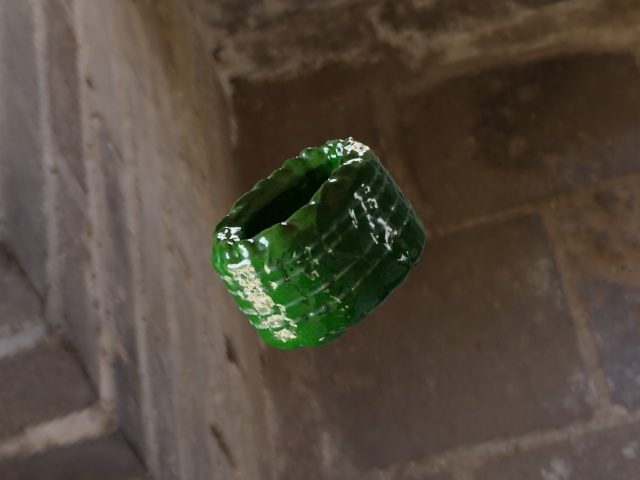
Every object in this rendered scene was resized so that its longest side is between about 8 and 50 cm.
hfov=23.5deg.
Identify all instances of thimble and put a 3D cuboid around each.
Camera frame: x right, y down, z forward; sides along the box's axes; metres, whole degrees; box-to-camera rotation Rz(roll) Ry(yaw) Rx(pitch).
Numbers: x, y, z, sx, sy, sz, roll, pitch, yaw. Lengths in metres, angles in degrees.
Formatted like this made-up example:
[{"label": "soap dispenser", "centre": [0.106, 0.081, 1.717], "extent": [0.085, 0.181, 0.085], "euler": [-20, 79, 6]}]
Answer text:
[{"label": "thimble", "centre": [0.000, 0.000, 0.983], "extent": [0.118, 0.090, 0.130], "euler": [-19, 27, 39]}]
